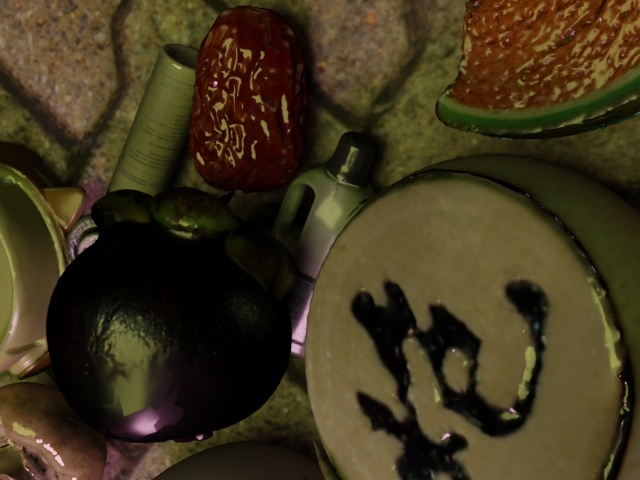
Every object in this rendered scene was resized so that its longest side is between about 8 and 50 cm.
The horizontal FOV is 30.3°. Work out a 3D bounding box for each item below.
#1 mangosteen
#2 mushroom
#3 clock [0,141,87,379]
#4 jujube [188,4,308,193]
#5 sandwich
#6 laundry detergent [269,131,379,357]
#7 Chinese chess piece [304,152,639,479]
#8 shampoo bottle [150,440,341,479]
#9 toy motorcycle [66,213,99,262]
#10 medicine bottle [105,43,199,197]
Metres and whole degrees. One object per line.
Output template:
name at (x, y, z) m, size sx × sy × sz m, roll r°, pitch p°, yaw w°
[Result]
mangosteen at (-0.132, 0.066, 1.072) m, size 0.243 × 0.243 × 0.242 m, roll 9°, pitch 107°, yaw 29°
mushroom at (-0.329, 0.240, 1.350) m, size 0.166 × 0.127 × 0.166 m, roll 16°, pitch 135°, yaw 17°
clock at (-0.402, 0.030, 1.346) m, size 0.348 × 0.117 × 0.286 m, roll -6°, pitch 98°, yaw 29°
jujube at (-0.068, -0.133, 1.122) m, size 0.112 × 0.109 × 0.176 m, roll 2°, pitch 98°, yaw -6°
sandwich at (0.201, -0.155, 0.972) m, size 0.235 × 0.079 × 0.159 m, roll -34°, pitch 74°, yaw 29°
laundry detergent at (0.000, 0.000, 1.132) m, size 0.099 × 0.070 × 0.225 m, roll 33°, pitch 118°, yaw 23°
Chinese chess piece at (0.140, 0.102, 0.989) m, size 0.349 × 0.146 × 0.349 m, roll 2°, pitch 94°, yaw 42°
shampoo bottle at (-0.090, 0.348, 1.164) m, size 0.273 × 0.266 × 0.273 m, roll 9°, pitch 109°, yaw 29°
toy motorcycle at (-0.160, 0.084, 1.231) m, size 0.171 × 0.110 × 0.260 m, roll -12°, pitch 109°, yaw 8°
medicine bottle at (-0.175, -0.089, 1.221) m, size 0.059 × 0.059 × 0.231 m, roll 36°, pitch 119°, yaw 18°
